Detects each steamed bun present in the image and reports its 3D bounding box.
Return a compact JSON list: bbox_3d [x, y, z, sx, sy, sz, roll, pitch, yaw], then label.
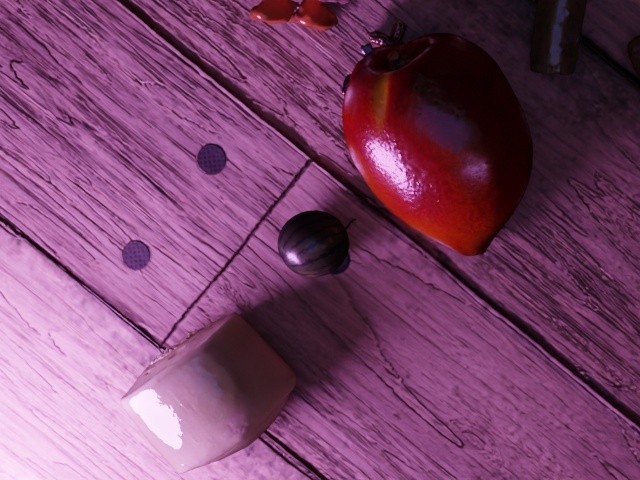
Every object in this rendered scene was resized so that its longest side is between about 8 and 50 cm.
[{"bbox_3d":[-0.175,0.245,1.885,0.250,0.155,0.200,-37,93,13],"label":"steamed bun"}]

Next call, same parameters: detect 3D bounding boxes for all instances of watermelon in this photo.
[{"bbox_3d":[0.000,0.000,1.858,0.133,0.105,0.105,-26,96,-14],"label":"watermelon"}]

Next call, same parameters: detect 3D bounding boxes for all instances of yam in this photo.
[{"bbox_3d":[0.361,-0.427,1.759,0.083,0.083,0.371,9,102,5],"label":"yam"}]

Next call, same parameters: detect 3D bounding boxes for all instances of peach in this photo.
[{"bbox_3d":[0.178,-0.127,1.756,0.258,0.201,0.361,-20,102,5],"label":"peach"}]

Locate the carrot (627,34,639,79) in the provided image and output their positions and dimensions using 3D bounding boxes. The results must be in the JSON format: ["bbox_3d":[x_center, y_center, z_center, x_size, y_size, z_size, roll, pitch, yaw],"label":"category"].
[{"bbox_3d":[0.562,-0.161,1.787,0.070,0.070,0.342,-35,95,10],"label":"carrot"}]

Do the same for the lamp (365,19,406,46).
[{"bbox_3d":[0.111,-0.286,1.834,0.063,0.031,0.083,-19,101,10],"label":"lamp"}]

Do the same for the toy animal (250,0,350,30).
[{"bbox_3d":[-0.016,-0.452,1.755,0.195,0.169,0.281,1,96,-37],"label":"toy animal"}]
